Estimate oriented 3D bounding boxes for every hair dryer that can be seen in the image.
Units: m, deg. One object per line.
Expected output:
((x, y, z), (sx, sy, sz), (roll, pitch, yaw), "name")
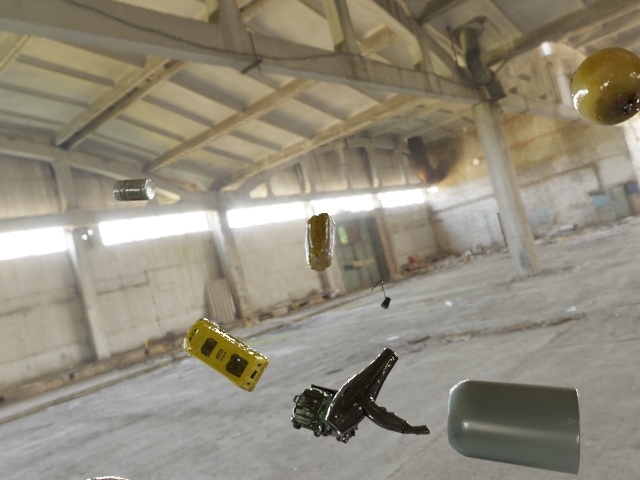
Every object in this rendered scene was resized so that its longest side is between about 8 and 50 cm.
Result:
((0.130, 0.305, 1.036), (0.195, 0.075, 0.219), (-45, 32, -23), "hair dryer")

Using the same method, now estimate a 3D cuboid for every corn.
((0.000, 0.000, 1.673), (0.097, 0.097, 0.262), (-15, 35, 12), "corn")

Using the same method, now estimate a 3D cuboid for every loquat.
((0.565, -0.299, 1.087), (0.137, 0.163, 0.163), (-5, -2, 4), "loquat")

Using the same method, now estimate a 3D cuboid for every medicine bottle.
((-0.496, -0.134, 1.476), (0.091, 0.058, 0.058), (-1, -1, 9), "medicine bottle")

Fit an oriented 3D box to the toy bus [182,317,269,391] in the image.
((-0.357, 0.398, 1.973), (0.330, 0.144, 0.152), (26, -10, 22), "toy bus")

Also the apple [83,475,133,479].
((-0.589, 0.817, 1.491), (0.348, 0.349, 0.277), (-13, -5, -26), "apple")

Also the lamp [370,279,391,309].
((0.232, 0.200, 2.045), (0.041, 0.054, 0.121), (14, -29, 38), "lamp")

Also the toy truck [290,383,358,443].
((0.021, 0.453, 1.451), (0.088, 0.121, 0.259), (7, -20, 30), "toy truck")

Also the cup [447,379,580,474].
((0.489, 0.462, 1.414), (0.311, 0.206, 0.205), (1, 3, 20), "cup")
